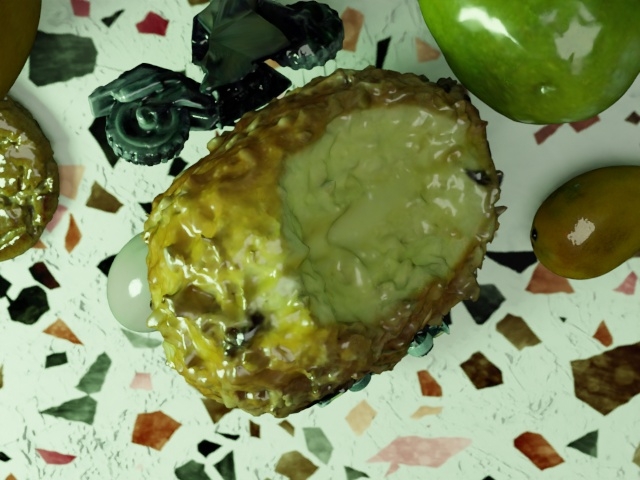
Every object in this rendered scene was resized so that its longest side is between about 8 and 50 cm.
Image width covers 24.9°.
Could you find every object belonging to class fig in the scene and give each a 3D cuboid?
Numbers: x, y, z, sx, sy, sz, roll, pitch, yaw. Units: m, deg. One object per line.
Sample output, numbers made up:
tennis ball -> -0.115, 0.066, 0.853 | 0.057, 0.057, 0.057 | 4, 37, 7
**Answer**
fig -> 0.198, -0.268, 1.378 | 0.233, 0.233, 0.314 | -22, 107, 12

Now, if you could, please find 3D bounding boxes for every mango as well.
mango -> 0.302, -0.025, 1.557 | 0.163, 0.089, 0.111 | -41, 118, 9

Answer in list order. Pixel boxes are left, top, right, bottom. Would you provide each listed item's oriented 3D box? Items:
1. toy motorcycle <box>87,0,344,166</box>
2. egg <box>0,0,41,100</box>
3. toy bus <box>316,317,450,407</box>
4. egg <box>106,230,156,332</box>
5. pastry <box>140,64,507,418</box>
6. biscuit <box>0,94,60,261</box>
toy motorcycle -> -0.113, -0.185, 1.450 | 0.270, 0.159, 0.106 | -32, 154, -17
egg -> -0.427, -0.219, 1.401 | 0.282, 0.282, 0.351 | 43, 120, -15
toy bus -> 0.046, 0.100, 1.617 | 0.175, 0.101, 0.088 | -32, 120, 12
egg -> -0.181, 0.043, 1.603 | 0.103, 0.103, 0.135 | 35, 118, -12
pastry -> -0.014, 0.009, 1.439 | 0.292, 0.405, 0.337 | 54, 147, -10
biscuit -> -0.395, -0.072, 1.598 | 0.226, 0.042, 0.226 | 1, 116, 2
